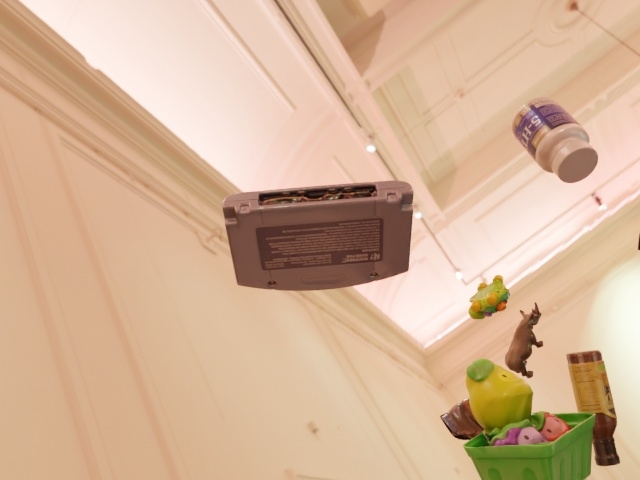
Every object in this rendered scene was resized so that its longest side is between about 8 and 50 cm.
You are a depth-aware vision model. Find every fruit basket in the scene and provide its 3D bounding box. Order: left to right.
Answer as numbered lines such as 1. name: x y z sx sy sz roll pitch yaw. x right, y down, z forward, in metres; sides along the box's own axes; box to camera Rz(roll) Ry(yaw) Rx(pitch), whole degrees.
1. fruit basket: 0.549 0.491 1.693 0.283 0.392 0.392 -16 -18 40

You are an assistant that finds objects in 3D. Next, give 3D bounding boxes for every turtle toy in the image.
1. turtle toy: 0.400 0.145 1.484 0.130 0.066 0.095 -38 11 43

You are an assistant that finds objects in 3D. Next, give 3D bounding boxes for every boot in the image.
1. boot: 0.444 0.580 1.848 0.106 0.219 0.082 -26 -50 0

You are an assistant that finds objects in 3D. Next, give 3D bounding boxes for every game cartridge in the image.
1. game cartridge: 0.000 0.000 1.014 0.294 0.060 0.196 -4 -51 -1

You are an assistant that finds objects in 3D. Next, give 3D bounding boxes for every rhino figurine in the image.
1. rhino figurine: 0.665 0.317 2.016 0.106 0.073 0.243 19 -94 -29

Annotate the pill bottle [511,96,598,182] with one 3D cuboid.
1. pill bottle: 0.479 -0.203 1.271 0.112 0.186 0.112 -8 -50 -9

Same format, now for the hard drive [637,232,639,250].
1. hard drive: 1.112 -0.005 1.776 0.339 0.237 0.064 -16 -68 -29

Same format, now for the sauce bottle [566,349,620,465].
1. sauce bottle: 0.854 0.516 1.935 0.111 0.344 0.111 -8 -11 -2
